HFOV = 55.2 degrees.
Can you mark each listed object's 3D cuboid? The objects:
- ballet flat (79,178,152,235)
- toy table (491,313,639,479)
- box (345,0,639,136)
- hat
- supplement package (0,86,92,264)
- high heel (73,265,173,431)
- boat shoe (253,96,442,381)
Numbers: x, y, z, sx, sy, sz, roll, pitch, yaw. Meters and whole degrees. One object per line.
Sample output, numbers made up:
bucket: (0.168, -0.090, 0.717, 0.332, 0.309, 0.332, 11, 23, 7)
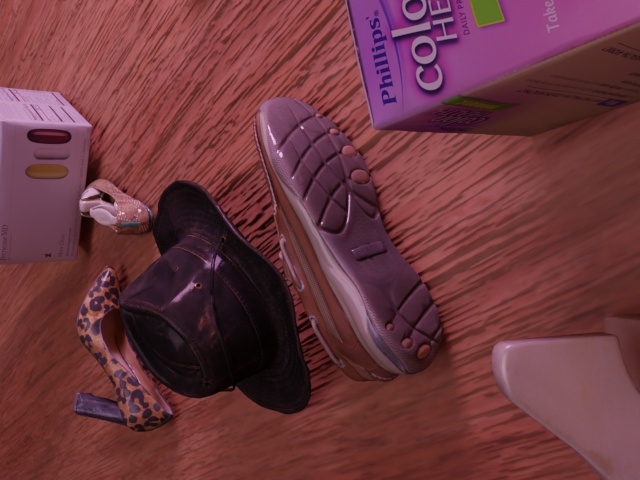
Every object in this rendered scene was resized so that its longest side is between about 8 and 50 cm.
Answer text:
ballet flat: (-0.357, -0.057, 1.013, 0.206, 0.067, 0.073, 18, 110, 42)
toy table: (0.236, 0.127, 0.348, 0.274, 0.252, 0.160, 151, 113, -80)
box: (0.177, -0.155, 0.372, 0.243, 0.214, 0.117, -15, 85, 45)
hat: (-0.159, 0.098, 0.749, 0.331, 0.134, 0.331, 36, 141, 36)
supplement package: (-0.528, -0.119, 1.103, 0.204, 0.145, 0.261, 38, 122, 43)
high heel: (-0.309, 0.177, 1.016, 0.186, 0.093, 0.261, 4, 86, 22)
boat shoe: (0.000, 0.000, 0.637, 0.116, 0.123, 0.324, -40, 67, 43)
